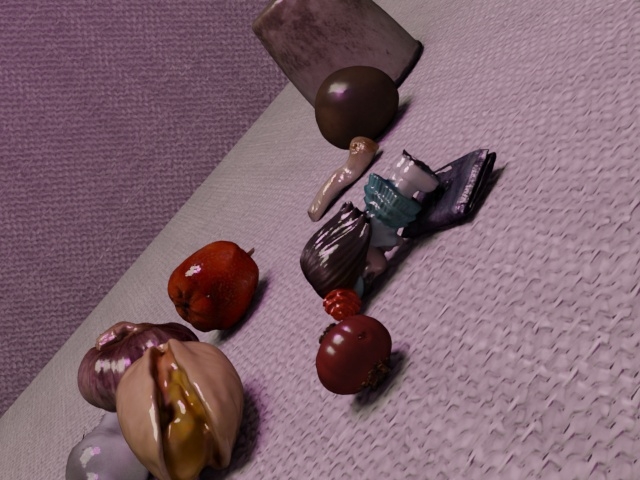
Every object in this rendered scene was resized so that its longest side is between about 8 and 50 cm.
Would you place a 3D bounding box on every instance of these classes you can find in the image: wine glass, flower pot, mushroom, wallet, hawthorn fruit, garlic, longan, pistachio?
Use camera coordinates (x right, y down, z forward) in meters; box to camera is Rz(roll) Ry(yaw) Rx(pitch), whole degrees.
[{"bbox_3d":[-0.335,0.384,1.413,0.143,0.143,0.321,-47,14,5],"label":"wine glass"},{"bbox_3d":[0.022,-0.463,2.142,0.293,0.330,0.293,-46,14,14],"label":"flower pot"},{"bbox_3d":[0.036,-0.119,1.786,0.202,0.054,0.059,-51,9,13],"label":"mushroom"},{"bbox_3d":[0.177,-0.060,1.276,0.166,0.030,0.111,-24,38,64],"label":"wallet"},{"bbox_3d":[-0.197,0.090,1.741,0.173,0.173,0.179,-41,-10,26],"label":"hawthorn fruit"},{"bbox_3d":[-0.319,0.218,1.641,0.244,0.161,0.245,-17,-5,-1],"label":"garlic"},{"bbox_3d":[0.070,-0.275,1.875,0.189,0.189,0.189,-44,16,16],"label":"longan"},{"bbox_3d":[-0.201,0.249,1.331,0.187,0.187,0.299,-47,21,3],"label":"pistachio"}]

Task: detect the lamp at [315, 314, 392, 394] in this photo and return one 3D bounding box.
[{"bbox_3d":[0.039,0.135,1.068,0.101,0.090,0.101,-38,-29,-26],"label":"lamp"}]

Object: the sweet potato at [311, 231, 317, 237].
[{"bbox_3d":[0.000,0.000,1.620,0.034,0.034,0.095,-52,6,-13],"label":"sweet potato"}]

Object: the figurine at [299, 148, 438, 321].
[{"bbox_3d":[0.069,-0.012,1.285,0.245,0.110,0.138,-53,21,10],"label":"figurine"}]
